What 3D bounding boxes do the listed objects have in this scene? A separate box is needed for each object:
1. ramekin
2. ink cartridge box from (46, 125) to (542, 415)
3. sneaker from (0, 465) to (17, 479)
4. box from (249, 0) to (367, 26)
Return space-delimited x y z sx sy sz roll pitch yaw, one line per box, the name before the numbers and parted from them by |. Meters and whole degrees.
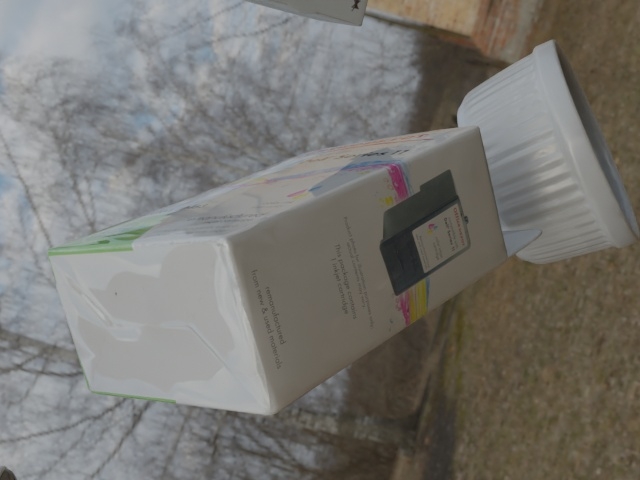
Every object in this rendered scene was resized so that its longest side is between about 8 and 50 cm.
ramekin | 0.215 -0.076 0.880 0.207 0.109 0.207 48 -151 -38
ink cartridge box | 0.000 0.000 0.717 0.353 0.207 0.119 -26 -74 -45
sneaker | -0.286 0.346 0.979 0.296 0.146 0.105 -123 28 -54
box | -0.028 -0.378 1.145 0.119 0.180 0.182 30 109 57
